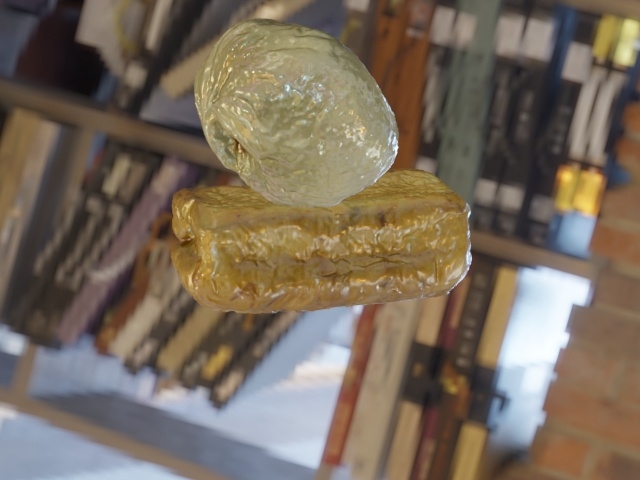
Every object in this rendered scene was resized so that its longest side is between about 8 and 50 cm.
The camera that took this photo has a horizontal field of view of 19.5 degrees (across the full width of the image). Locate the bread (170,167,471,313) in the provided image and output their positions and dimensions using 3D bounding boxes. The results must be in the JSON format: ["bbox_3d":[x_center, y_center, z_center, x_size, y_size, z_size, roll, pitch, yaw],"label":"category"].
[{"bbox_3d":[0.000,0.000,1.314,0.211,0.083,0.114,-3,-159,-17],"label":"bread"}]

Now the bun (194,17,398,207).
[{"bbox_3d":[-0.017,-0.060,0.956,0.115,0.069,0.115,37,155,20],"label":"bun"}]
